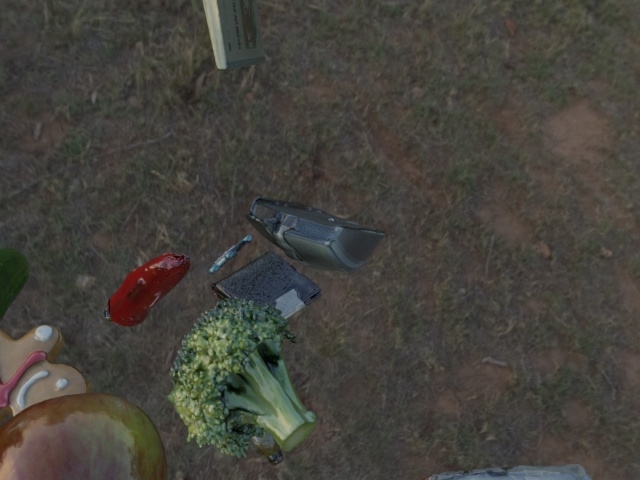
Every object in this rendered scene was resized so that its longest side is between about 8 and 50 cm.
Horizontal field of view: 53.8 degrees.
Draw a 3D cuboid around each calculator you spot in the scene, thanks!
[{"bbox_3d":[-0.175,0.023,1.260,0.019,0.094,0.141,48,23,-4],"label":"calculator"}]

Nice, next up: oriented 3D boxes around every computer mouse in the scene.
[{"bbox_3d":[-0.003,0.002,0.756,0.126,0.231,0.071,20,97,24],"label":"computer mouse"}]

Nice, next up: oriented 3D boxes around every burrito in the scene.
[{"bbox_3d":[0.296,0.465,1.100,0.445,0.101,0.139,-1,76,0],"label":"burrito"}]

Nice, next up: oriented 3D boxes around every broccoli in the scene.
[{"bbox_3d":[-0.141,0.245,1.087,0.235,0.288,0.260,-20,58,6],"label":"broccoli"}]

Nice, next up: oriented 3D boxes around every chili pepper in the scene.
[{"bbox_3d":[-0.437,0.127,1.557,0.110,0.387,0.110,28,41,-28],"label":"chili pepper"}]

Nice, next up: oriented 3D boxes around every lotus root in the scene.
[{"bbox_3d":[-0.155,0.493,1.636,0.088,0.113,0.192,-33,81,-3],"label":"lotus root"}]

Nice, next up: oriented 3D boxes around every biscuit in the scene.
[{"bbox_3d":[-0.522,0.211,1.029,0.339,0.047,0.216,22,55,21],"label":"biscuit"}]

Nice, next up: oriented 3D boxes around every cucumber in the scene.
[{"bbox_3d":[-0.302,0.059,0.547,0.056,0.056,0.250,6,22,-11],"label":"cucumber"}]

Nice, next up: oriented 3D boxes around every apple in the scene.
[{"bbox_3d":[-0.158,0.161,0.403,0.126,0.126,0.102,-20,39,-23],"label":"apple"}]

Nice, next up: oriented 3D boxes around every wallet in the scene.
[{"bbox_3d":[-0.159,0.142,1.835,0.221,0.071,0.262,-29,43,-32],"label":"wallet"}]

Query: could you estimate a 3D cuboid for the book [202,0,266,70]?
[{"bbox_3d":[-0.138,-0.382,1.002,0.025,0.215,0.283,-6,18,9],"label":"book"}]
